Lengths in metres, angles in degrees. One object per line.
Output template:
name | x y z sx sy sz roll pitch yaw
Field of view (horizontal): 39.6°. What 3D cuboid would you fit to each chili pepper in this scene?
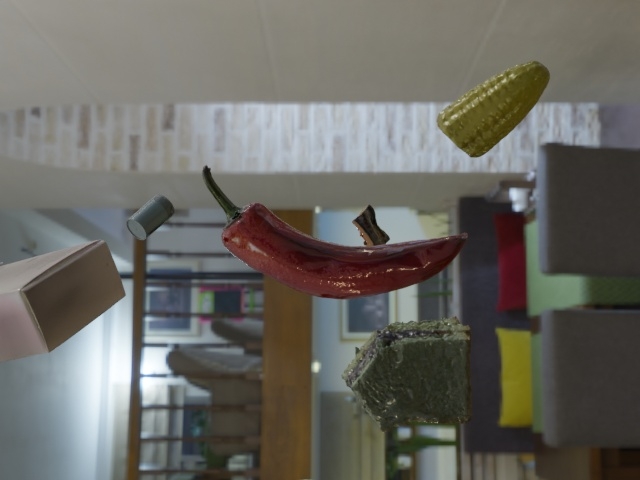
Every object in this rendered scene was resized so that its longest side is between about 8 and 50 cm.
chili pepper | 0.003 0.008 1.209 0.092 0.368 0.137 -29 -47 -84

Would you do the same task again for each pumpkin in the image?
pumpkin | 0.076 -0.015 1.422 0.073 0.035 0.101 62 -161 -3

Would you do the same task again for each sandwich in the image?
sandwich | 0.221 0.343 2.250 0.131 0.325 0.262 -113 20 -68

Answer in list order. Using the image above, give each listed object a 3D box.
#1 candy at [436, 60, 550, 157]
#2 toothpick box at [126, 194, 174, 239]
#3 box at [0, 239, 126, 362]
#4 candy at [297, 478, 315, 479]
candy | 0.300 -0.229 1.505 0.106 0.199 0.094 54 -160 8
toothpick box | -0.324 -0.044 1.699 0.083 0.052 0.052 -47 -29 -37
box | -0.441 0.095 1.265 0.106 0.252 0.203 70 -157 -12
candy | 0.078 0.545 1.592 0.440 0.119 0.119 15 110 48
